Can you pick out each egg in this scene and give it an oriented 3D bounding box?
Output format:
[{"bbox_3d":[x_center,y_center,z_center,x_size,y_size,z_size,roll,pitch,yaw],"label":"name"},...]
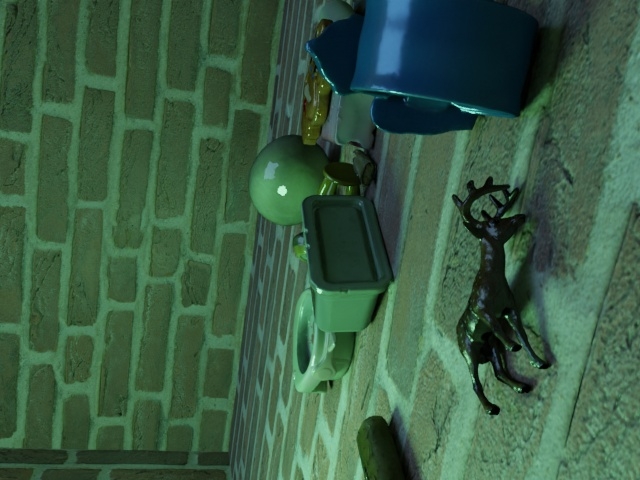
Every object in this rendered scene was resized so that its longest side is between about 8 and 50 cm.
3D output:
[{"bbox_3d":[-0.095,-0.182,1.912,0.352,0.258,0.258,130,144,-70],"label":"egg"}]

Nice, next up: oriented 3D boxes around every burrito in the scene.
[{"bbox_3d":[0.105,-0.182,1.518,0.149,0.041,0.055,-105,31,-59],"label":"burrito"}]

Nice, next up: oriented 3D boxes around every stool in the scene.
[{"bbox_3d":[0.053,-0.128,1.576,0.134,0.135,0.110,-33,-36,-45],"label":"stool"}]

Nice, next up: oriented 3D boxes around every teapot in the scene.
[{"bbox_3d":[0.000,0.000,1.766,0.166,0.130,0.119,-3,63,45],"label":"teapot"}]

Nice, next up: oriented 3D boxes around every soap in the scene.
[{"bbox_3d":[0.062,-0.355,1.638,0.324,0.109,0.193,-128,45,-73],"label":"soap"}]

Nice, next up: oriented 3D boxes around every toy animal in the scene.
[{"bbox_3d":[0.220,0.072,0.832,0.260,0.087,0.243,-103,24,-47],"label":"toy animal"}]

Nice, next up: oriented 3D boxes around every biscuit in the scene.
[{"bbox_3d":[-0.011,-0.401,1.614,0.202,0.047,0.334,-100,17,-44],"label":"biscuit"}]

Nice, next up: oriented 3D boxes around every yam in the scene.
[{"bbox_3d":[0.127,0.472,1.086,0.371,0.083,0.083,-106,25,-55],"label":"yam"}]

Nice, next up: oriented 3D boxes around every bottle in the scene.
[{"bbox_3d":[0.055,-0.594,1.701,0.245,0.104,0.104,-105,25,-54],"label":"bottle"}]

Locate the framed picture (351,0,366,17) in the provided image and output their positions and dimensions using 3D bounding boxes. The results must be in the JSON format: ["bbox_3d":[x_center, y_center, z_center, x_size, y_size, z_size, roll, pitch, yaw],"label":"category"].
[{"bbox_3d":[0.118,-0.599,1.697,0.265,0.018,0.192,-149,65,-75],"label":"framed picture"}]

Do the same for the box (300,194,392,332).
[{"bbox_3d":[0.046,0.059,1.432,0.312,0.175,0.182,-99,10,-47],"label":"box"}]

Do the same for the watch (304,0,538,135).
[{"bbox_3d":[0.133,-0.267,0.868,0.274,0.305,0.241,-108,25,-76],"label":"watch"}]

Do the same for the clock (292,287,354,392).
[{"bbox_3d":[0.008,0.249,1.614,0.324,0.109,0.265,125,150,-63],"label":"clock"}]
